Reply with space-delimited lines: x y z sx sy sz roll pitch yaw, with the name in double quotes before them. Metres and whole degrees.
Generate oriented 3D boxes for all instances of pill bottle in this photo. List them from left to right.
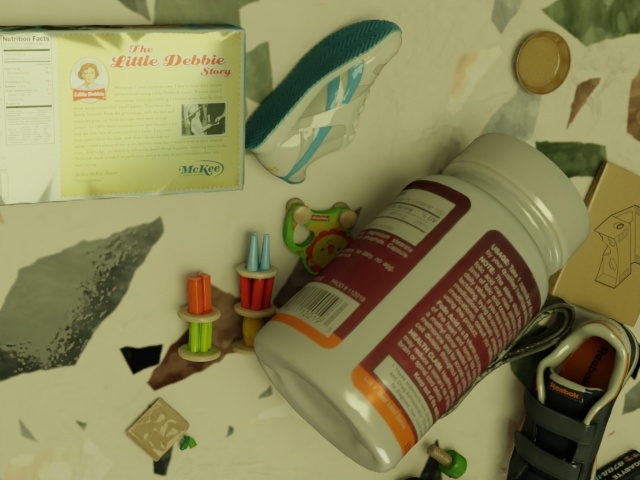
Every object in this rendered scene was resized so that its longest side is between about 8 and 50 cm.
"pill bottle" 0.128 0.064 1.363 0.392 0.224 0.224 -43 117 -17

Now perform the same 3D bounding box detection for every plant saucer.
"plant saucer" 0.287 -0.231 1.478 0.083 0.015 0.083 -6 108 -21

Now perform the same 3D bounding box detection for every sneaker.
"sneaker" 0.013 -0.168 1.346 0.228 0.087 0.092 -44 124 1
"sneaker" 0.330 0.251 1.558 0.127 0.126 0.321 26 85 -62

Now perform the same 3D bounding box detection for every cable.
"cable" 0.223 0.167 1.527 0.287 0.072 0.139 -12 110 -15

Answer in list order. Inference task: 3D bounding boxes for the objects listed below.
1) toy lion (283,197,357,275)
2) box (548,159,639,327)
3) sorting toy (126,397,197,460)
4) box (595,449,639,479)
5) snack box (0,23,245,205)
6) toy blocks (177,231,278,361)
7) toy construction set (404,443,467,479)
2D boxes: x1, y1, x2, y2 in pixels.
"toy lion" 0.000 0.000 1.414 0.100 0.034 0.096 5 110 -24
"box" 0.419 0.007 1.601 0.164 0.021 0.201 20 97 -27
"sorting toy" -0.192 0.241 1.407 0.062 0.012 0.083 -47 114 -10
"box" 0.443 0.450 1.720 0.175 0.051 0.220 -25 114 -15
"snack box" -0.241 -0.141 1.250 0.322 0.060 0.187 -4 107 -22
"toy blocks" -0.111 0.065 1.369 0.123 0.054 0.148 -3 106 -23
"toy construction set" 0.203 0.485 1.503 0.257 0.309 0.237 -48 122 4
